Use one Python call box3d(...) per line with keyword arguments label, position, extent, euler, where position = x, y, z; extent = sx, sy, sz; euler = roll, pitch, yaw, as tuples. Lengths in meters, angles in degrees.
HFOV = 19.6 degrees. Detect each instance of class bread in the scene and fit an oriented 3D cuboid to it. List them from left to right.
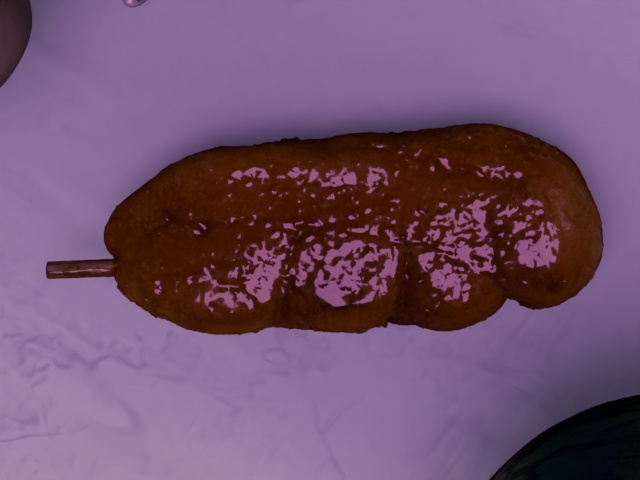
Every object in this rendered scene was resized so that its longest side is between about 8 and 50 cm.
box3d(label="bread", position=(-0.001, 0.000, 1.133), extent=(0.344, 0.084, 0.124), euler=(-5, 85, 10))

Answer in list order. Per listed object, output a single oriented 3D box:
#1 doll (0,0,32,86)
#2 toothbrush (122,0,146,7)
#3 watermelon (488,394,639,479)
box3d(label="doll", position=(-0.220, -0.204, 1.022), extent=(0.215, 0.226, 0.370), euler=(40, 115, 6))
box3d(label="toothbrush", position=(-0.043, -0.203, 1.104), extent=(0.204, 0.022, 0.017), euler=(-36, 104, 18))
box3d(label="watermelon", position=(0.222, 0.256, 1.054), extent=(0.363, 0.363, 0.363), euler=(2, 108, 7))
